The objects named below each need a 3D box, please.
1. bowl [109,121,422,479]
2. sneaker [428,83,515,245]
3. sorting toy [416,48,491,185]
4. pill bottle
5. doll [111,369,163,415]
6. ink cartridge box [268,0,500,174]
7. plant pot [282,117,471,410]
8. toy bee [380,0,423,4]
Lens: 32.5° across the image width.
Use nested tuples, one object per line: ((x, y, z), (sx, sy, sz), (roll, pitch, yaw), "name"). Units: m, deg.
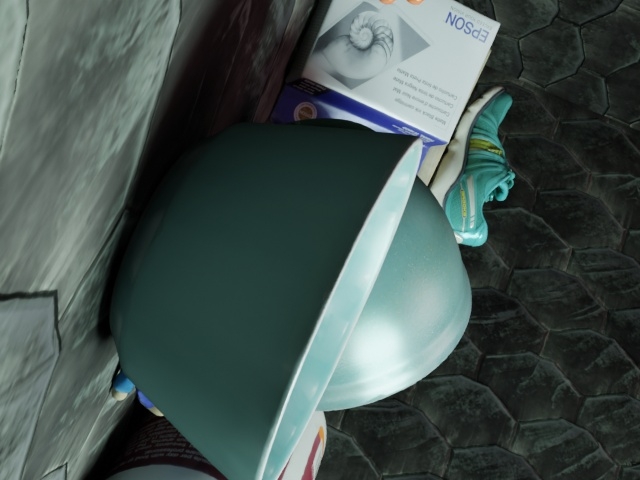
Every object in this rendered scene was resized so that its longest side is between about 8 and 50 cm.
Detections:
((-0.053, 0.030, 0.870), (0.311, 0.163, 0.311), (-63, 173, -15), "bowl")
((0.217, -0.101, 1.524), (0.107, 0.110, 0.275), (113, 2, -57), "sneaker")
((0.122, -0.134, 1.532), (0.255, 0.089, 0.257), (108, 8, -79), "sorting toy")
((-0.136, 0.300, 1.220), (0.392, 0.224, 0.224), (-62, 176, -65), "pill bottle")
((-0.151, 0.103, 1.039), (0.129, 0.046, 0.189), (-56, 168, -21), "doll")
((0.079, -0.202, 1.314), (0.224, 0.223, 0.045), (-67, -153, 7), "ink cartridge box")
((0.000, 0.000, 1.121), (0.293, 0.293, 0.196), (-65, 152, -45), "plant pot")
((0.081, -0.292, 1.020), (0.298, 0.195, 0.162), (5, 92, -50), "toy bee")
